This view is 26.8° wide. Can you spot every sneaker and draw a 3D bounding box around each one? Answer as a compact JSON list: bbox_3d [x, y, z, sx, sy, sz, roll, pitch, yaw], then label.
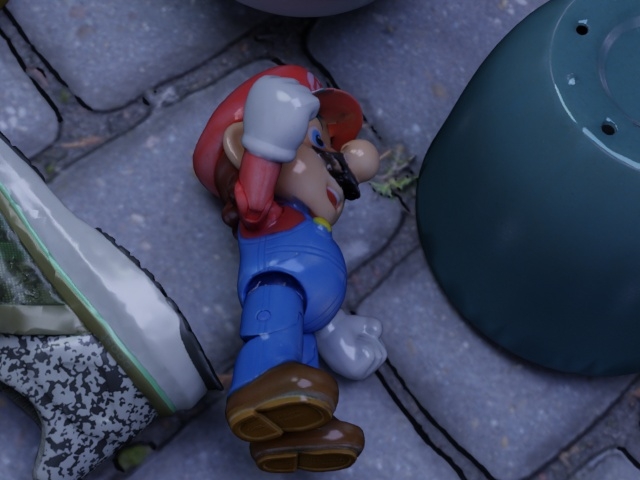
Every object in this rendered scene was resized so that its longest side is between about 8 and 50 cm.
[{"bbox_3d":[-0.268,0.019,0.963,0.410,0.158,0.182,41,74,7],"label":"sneaker"}]

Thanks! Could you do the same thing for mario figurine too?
[{"bbox_3d":[0.000,0.000,1.013,0.170,0.198,0.321,8,58,-21],"label":"mario figurine"}]

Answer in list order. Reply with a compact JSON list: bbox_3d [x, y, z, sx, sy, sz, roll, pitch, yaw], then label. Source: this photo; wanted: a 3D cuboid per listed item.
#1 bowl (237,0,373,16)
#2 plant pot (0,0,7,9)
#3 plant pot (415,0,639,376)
[{"bbox_3d":[-0.027,-0.305,1.173,0.297,0.134,0.298,6,65,-14],"label":"bowl"},{"bbox_3d":[-0.301,-0.212,1.077,0.081,0.083,0.081,32,61,-2],"label":"plant pot"},{"bbox_3d":[0.239,-0.071,1.072,0.293,0.235,0.293,3,63,-5],"label":"plant pot"}]
